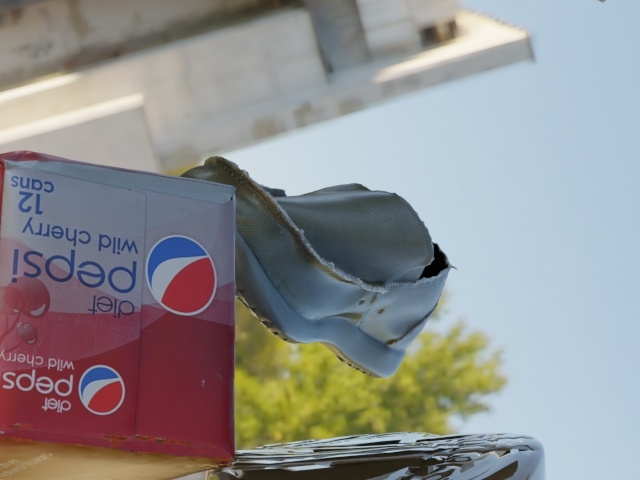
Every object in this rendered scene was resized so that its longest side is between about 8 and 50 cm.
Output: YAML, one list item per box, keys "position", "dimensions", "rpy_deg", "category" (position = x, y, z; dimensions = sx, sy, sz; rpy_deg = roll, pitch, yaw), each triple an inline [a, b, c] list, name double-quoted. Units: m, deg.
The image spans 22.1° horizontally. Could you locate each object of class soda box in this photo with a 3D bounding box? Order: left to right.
- position: [-0.129, 0.052, 0.584]
  dimensions: [0.263, 0.083, 0.092]
  rpy_deg: [-26, -121, 53]
  category: "soda box"

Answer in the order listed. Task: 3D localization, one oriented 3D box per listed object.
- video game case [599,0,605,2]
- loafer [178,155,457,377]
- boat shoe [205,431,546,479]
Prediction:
- position: [0.067, -0.245, 1.084]
  dimensions: [0.244, 0.269, 0.061]
  rpy_deg: [-73, -173, -77]
  category: "video game case"
- position: [0.000, 0.000, 0.828]
  dimensions: [0.094, 0.087, 0.251]
  rpy_deg: [43, 4, 23]
  category: "loafer"
- position: [0.022, 0.133, 0.639]
  dimensions: [0.341, 0.121, 0.110]
  rpy_deg: [96, -9, -84]
  category: "boat shoe"
